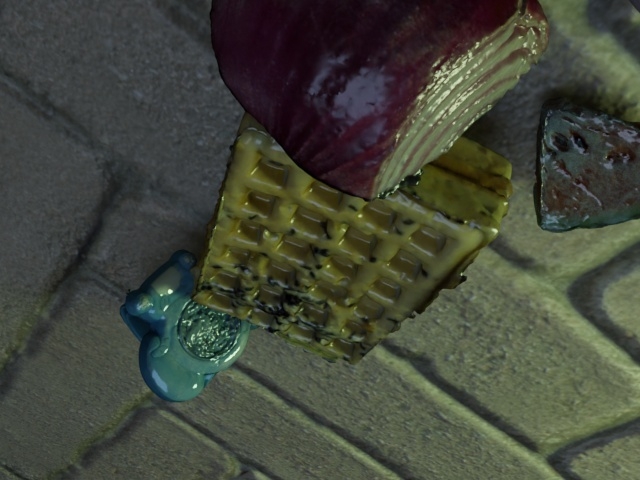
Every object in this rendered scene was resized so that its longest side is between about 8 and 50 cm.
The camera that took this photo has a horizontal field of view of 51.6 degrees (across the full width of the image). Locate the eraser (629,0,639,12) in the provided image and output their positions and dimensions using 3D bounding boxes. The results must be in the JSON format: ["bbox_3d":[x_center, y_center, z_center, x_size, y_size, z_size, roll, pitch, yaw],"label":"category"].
[{"bbox_3d":[0.219,-0.229,0.383,0.359,0.272,0.122,42,132,-15],"label":"eraser"}]

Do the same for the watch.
[{"bbox_3d":[-0.199,0.117,0.950,0.211,0.211,0.193,45,153,-19],"label":"watch"}]

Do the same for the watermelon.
[{"bbox_3d":[0.270,-0.090,0.636,0.139,0.071,0.187,48,138,-13],"label":"watermelon"}]

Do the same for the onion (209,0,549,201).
[{"bbox_3d":[0.046,-0.180,0.513,0.247,0.250,0.111,47,173,-4],"label":"onion"}]

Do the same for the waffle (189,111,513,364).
[{"bbox_3d":[0.000,0.000,0.730,0.261,0.114,0.376,21,147,-9],"label":"waffle"}]
